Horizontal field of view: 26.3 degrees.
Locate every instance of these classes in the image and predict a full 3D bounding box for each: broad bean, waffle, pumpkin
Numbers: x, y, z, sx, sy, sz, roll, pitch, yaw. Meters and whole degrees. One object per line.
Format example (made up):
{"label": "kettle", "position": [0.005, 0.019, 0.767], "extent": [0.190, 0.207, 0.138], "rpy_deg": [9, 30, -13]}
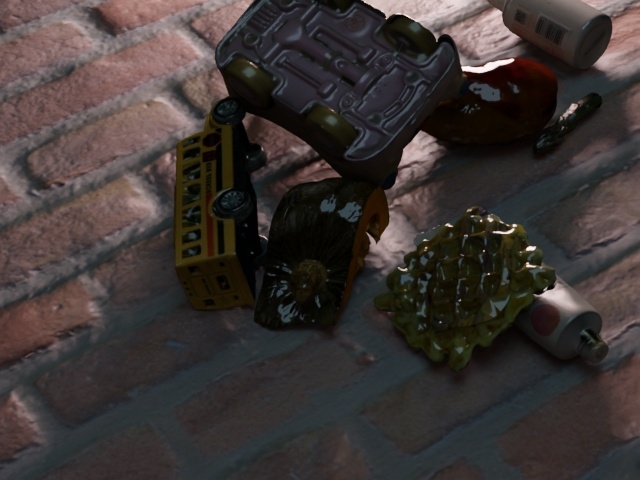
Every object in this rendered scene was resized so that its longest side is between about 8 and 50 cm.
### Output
{"label": "broad bean", "position": [0.252, -0.216, 2.099], "extent": [0.229, 0.122, 0.156], "rpy_deg": [-3, 48, -3]}
{"label": "waffle", "position": [0.190, 0.054, 1.844], "extent": [0.223, 0.054, 0.204], "rpy_deg": [-42, 44, -5]}
{"label": "pumpkin", "position": [-0.002, 0.001, 1.904], "extent": [0.131, 0.126, 0.248], "rpy_deg": [11, 48, 17]}

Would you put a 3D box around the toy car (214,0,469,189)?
{"label": "toy car", "position": [0.032, -0.230, 2.052], "extent": [0.336, 0.226, 0.242], "rpy_deg": [33, 77, 24]}

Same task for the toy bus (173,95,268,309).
{"label": "toy bus", "position": [-0.146, -0.058, 1.981], "extent": [0.123, 0.121, 0.335], "rpy_deg": [-13, 46, 8]}

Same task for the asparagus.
{"label": "asparagus", "position": [0.378, -0.178, 2.115], "extent": [0.036, 0.030, 0.165], "rpy_deg": [36, 57, 20]}

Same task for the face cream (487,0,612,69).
{"label": "face cream", "position": [0.355, -0.377, 2.260], "extent": [0.101, 0.101, 0.252], "rpy_deg": [-34, 52, -26]}

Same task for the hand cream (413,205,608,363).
{"label": "hand cream", "position": [0.271, 0.058, 1.874], "extent": [0.124, 0.077, 0.341], "rpy_deg": [-28, 46, -19]}
